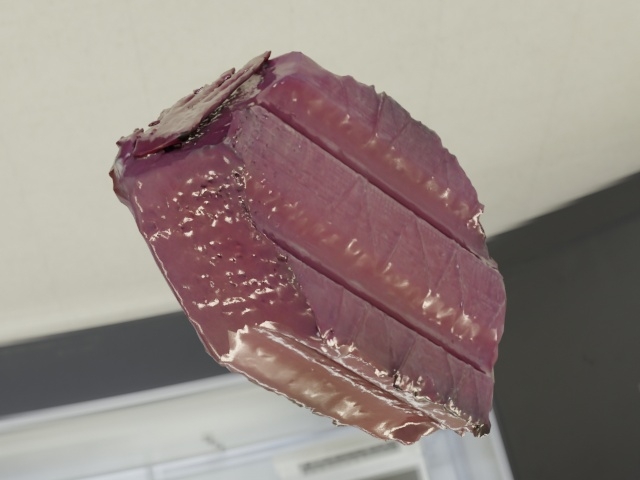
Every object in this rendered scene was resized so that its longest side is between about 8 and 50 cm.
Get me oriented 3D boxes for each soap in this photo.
[{"bbox_3d":[0.000,0.000,0.932,0.112,0.182,0.289,-16,146,37],"label":"soap"}]
